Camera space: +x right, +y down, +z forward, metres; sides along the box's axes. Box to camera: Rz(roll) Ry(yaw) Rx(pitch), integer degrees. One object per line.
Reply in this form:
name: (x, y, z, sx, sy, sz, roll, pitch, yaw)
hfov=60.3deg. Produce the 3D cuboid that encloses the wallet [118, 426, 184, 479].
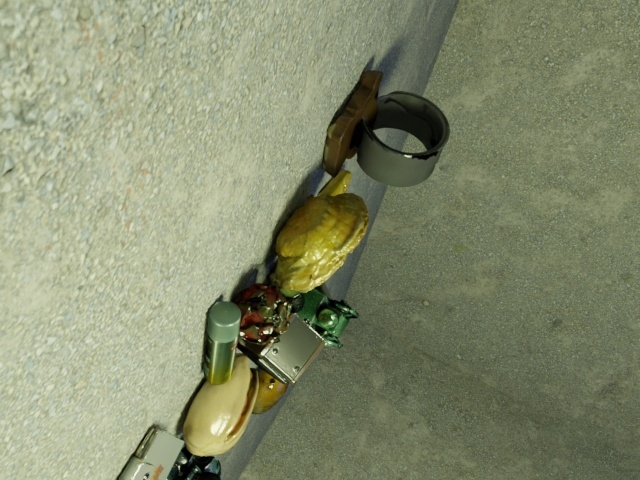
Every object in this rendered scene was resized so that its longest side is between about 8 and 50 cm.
wallet: (-0.434, 0.576, 1.348, 0.231, 0.069, 0.170, -63, 153, -23)

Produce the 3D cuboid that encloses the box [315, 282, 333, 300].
box: (-0.010, 0.227, 2.211, 0.285, 0.044, 0.142, 64, -38, 43)

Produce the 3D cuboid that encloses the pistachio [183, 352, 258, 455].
pistachio: (-0.289, 0.481, 1.607, 0.187, 0.187, 0.299, 101, 13, -56)

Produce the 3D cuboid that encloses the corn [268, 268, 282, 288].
corn: (-0.036, 0.083, 1.758, 0.280, 0.092, 0.092, -27, 169, 2)

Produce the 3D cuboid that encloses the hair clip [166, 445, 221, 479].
hair clip: (-0.404, 0.711, 1.578, 0.206, 0.194, 0.310, -57, 178, 35)

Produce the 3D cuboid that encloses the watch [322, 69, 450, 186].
watch: (0.217, -0.309, 1.729, 0.335, 0.327, 0.314, -57, 167, -34)

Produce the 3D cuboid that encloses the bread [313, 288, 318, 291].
bread: (-0.047, 0.248, 2.128, 0.139, 0.071, 0.130, -66, 166, 2)

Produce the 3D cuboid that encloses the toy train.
toy train: (0.000, 0.261, 1.911, 0.167, 0.238, 0.299, -63, 168, -8)

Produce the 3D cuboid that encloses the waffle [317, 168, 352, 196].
waffle: (0.029, -0.118, 2.024, 0.221, 0.055, 0.248, -52, 163, -51)

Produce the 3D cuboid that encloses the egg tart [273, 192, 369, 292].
egg tart: (-0.021, -0.021, 1.625, 0.351, 0.153, 0.339, -41, -156, 4)

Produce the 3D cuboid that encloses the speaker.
speaker: (-0.128, 0.306, 1.681, 0.192, 0.153, 0.231, -51, -158, -16)

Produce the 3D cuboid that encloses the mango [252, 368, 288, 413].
mango: (-0.235, 0.630, 2.316, 0.316, 0.146, 0.193, -54, 178, 43)

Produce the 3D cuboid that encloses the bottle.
bottle: (-0.260, 0.273, 1.443, 0.082, 0.082, 0.286, -54, 166, -44)

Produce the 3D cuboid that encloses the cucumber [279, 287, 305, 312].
cucumber: (-0.086, 0.183, 1.674, 0.211, 0.078, 0.062, 95, -8, -78)

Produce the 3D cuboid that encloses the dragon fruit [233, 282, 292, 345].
dragon fruit: (-0.162, 0.201, 1.502, 0.182, 0.189, 0.182, 21, 64, -53)
